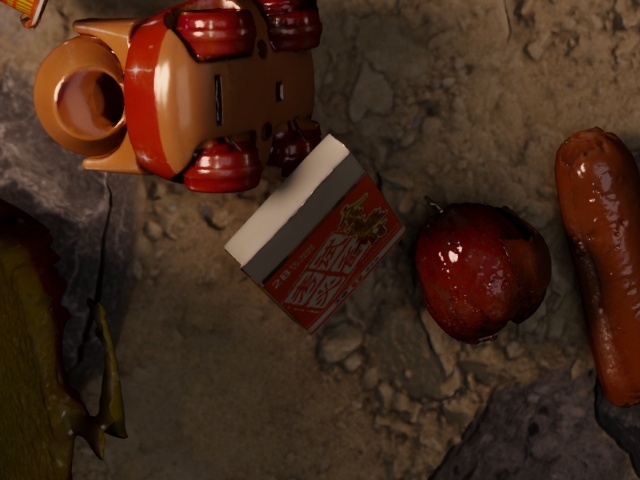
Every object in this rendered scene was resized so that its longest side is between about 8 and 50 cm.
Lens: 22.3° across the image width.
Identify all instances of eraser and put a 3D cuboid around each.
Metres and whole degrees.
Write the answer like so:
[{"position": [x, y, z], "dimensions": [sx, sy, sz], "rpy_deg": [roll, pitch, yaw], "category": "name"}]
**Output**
[{"position": [0.000, 0.000, 1.665], "dimensions": [0.157, 0.038, 0.230], "rpy_deg": [-47, 153, -3], "category": "eraser"}]

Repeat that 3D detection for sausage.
[{"position": [0.335, 0.036, 1.820], "dimensions": [0.102, 0.102, 0.330], "rpy_deg": [-19, 106, -12], "category": "sausage"}]

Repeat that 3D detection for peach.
[{"position": [-0.379, 0.137, 1.505], "dimensions": [0.310, 0.335, 0.406], "rpy_deg": [-1, 124, 16], "category": "peach"}]

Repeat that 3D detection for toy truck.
[{"position": [-0.137, -0.150, 1.615], "dimensions": [0.265, 0.239, 0.189], "rpy_deg": [-18, 110, -55], "category": "toy truck"}]

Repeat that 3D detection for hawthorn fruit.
[{"position": [0.165, 0.020, 1.747], "dimensions": [0.148, 0.148, 0.172], "rpy_deg": [-37, 89, -7], "category": "hawthorn fruit"}]

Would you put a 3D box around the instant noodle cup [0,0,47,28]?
[{"position": [-0.334, -0.320, 1.520], "dimensions": [0.212, 0.193, 0.193], "rpy_deg": [20, 94, -10], "category": "instant noodle cup"}]
